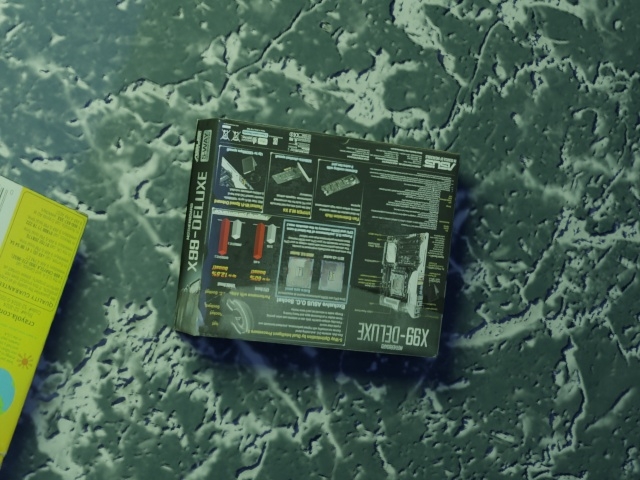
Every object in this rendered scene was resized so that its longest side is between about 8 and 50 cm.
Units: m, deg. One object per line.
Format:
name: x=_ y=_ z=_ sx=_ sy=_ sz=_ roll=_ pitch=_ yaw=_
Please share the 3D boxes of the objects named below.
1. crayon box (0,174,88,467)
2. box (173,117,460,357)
crayon box: x=-0.382 y=0.084 z=1.687 sx=0.202 sy=0.081 sz=0.318 roll=28 pitch=73 yaw=-38
box: x=0.000 y=0.000 z=1.896 sx=0.307 sy=0.076 sz=0.242 roll=6 pitch=90 yaw=-24
